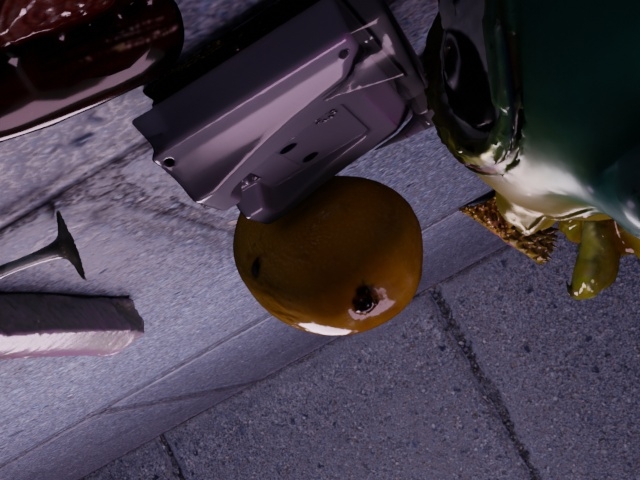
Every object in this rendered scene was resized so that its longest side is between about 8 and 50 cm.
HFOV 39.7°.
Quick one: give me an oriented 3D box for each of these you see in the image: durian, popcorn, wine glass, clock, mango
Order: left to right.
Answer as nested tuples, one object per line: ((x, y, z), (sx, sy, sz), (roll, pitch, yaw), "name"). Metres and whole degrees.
((-0.289, 0.041, 0.695), (0.198, 0.066, 0.066), (-24, 168, -22), "wine glass")
((-0.008, -0.097, 0.682), (0.186, 0.083, 0.253), (-30, 168, 12), "clock")
((0.003, 0.004, 0.807), (0.157, 0.109, 0.262), (-42, -153, -2), "mango")
((0.402, -0.033, 1.738), (0.153, 0.186, 0.260), (-26, -177, 22), "durian")
((0.489, -0.094, 1.419), (0.290, 0.325, 0.321), (-42, -154, 38), "popcorn")

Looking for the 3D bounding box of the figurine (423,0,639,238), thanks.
((0.192, -0.136, 0.508), (0.231, 0.324, 0.340), (15, 162, -8), "figurine")

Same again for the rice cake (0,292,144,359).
((-0.285, 0.093, 0.941), (0.072, 0.056, 0.365), (-32, 168, 9), "rice cake")

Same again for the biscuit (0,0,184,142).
((-0.115, -0.127, 0.357), (0.151, 0.063, 0.235), (-24, 165, -22), "biscuit")
